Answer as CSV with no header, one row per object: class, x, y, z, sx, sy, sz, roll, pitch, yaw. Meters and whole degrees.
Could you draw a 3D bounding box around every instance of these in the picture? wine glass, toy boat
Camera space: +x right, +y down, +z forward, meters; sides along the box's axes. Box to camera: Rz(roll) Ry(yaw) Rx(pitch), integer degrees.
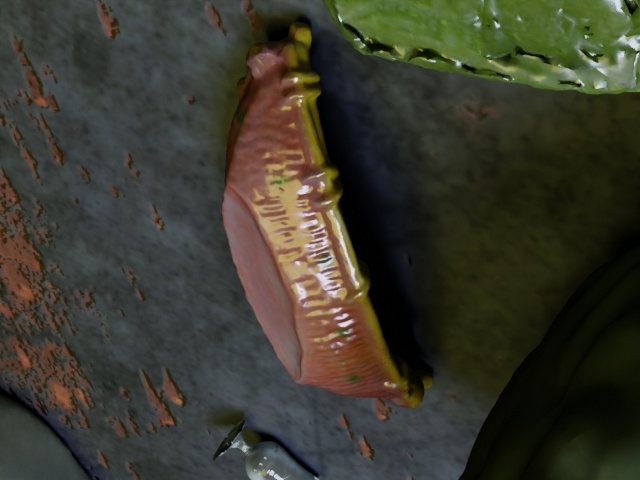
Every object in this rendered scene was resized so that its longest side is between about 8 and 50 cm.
wine glass,-0.042,0.180,1.560,0.083,0.042,0.039,38,169,-10
toy boat,-0.005,0.005,1.328,0.141,0.099,0.318,30,148,48

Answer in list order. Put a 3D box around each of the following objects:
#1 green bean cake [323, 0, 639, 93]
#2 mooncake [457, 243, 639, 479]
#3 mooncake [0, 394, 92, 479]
green bean cake,0.094,-0.186,1.053,0.214,0.113,0.200,9,134,24
mooncake,0.178,0.173,1.173,0.194,0.356,0.356,30,140,3
mooncake,-0.315,0.251,1.734,0.275,0.135,0.275,14,135,15
